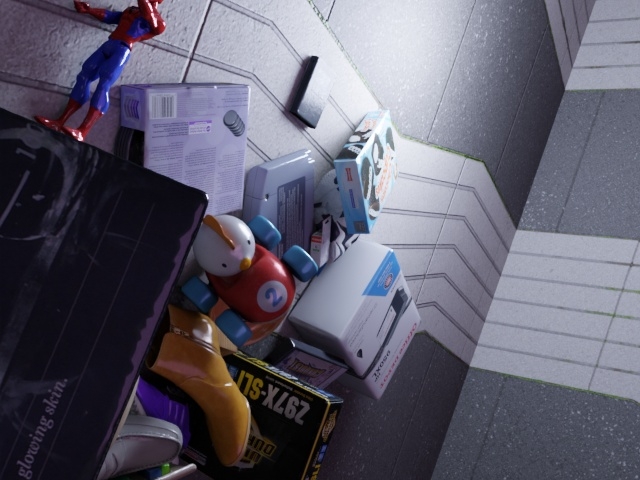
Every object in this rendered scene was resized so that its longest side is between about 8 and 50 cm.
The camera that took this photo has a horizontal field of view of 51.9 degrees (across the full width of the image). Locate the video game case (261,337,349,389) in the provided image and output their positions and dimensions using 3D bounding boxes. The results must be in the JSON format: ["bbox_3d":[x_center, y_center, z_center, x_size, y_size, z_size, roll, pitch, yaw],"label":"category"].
[{"bbox_3d":[-0.090,0.344,1.563,0.248,0.035,0.275,-40,147,10],"label":"video game case"}]

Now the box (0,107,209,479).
[{"bbox_3d":[-0.420,0.087,0.608,0.472,0.297,0.480,22,86,-16],"label":"box"}]

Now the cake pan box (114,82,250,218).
[{"bbox_3d":[-0.239,-0.154,1.171,0.267,0.070,0.245,-21,121,-51],"label":"cake pan box"}]

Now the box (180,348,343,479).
[{"bbox_3d":[-0.138,0.387,1.363,0.079,0.322,0.257,25,85,-59],"label":"box"}]

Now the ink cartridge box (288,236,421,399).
[{"bbox_3d":[0.112,0.216,1.796,0.285,0.166,0.395,-57,146,-21],"label":"ink cartridge box"}]

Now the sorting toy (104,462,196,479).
[{"bbox_3d":[-0.359,0.419,1.173,0.193,0.208,0.038,-4,87,-56],"label":"sorting toy"}]

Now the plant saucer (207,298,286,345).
[{"bbox_3d":[-0.155,0.139,1.424,0.200,0.037,0.200,-20,130,-26],"label":"plant saucer"}]

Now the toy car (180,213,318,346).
[{"bbox_3d":[-0.155,0.037,1.221,0.219,0.210,0.238,-44,152,-13],"label":"toy car"}]

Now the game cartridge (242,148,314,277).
[{"bbox_3d":[-0.091,-0.041,1.466,0.198,0.062,0.297,-24,126,-44],"label":"game cartridge"}]

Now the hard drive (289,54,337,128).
[{"bbox_3d":[-0.015,-0.327,1.460,0.094,0.022,0.135,28,82,-58],"label":"hard drive"}]

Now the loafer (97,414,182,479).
[{"bbox_3d":[-0.378,0.361,1.085,0.319,0.111,0.112,2,114,-31],"label":"loafer"}]

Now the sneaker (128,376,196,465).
[{"bbox_3d":[-0.318,0.311,1.275,0.146,0.102,0.293,-56,148,-36],"label":"sneaker"}]

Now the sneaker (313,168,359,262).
[{"bbox_3d":[0.054,-0.070,1.638,0.153,0.094,0.235,-27,121,-57],"label":"sneaker"}]

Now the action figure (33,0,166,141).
[{"bbox_3d":[-0.320,-0.290,0.952,0.280,0.091,0.139,-60,155,-17],"label":"action figure"}]

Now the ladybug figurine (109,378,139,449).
[{"bbox_3d":[-0.399,0.165,0.869,0.162,0.305,0.449,-126,-136,-83],"label":"ladybug figurine"}]

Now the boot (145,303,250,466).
[{"bbox_3d":[-0.243,0.273,1.252,0.211,0.104,0.295,29,42,-47],"label":"boot"}]

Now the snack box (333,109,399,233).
[{"bbox_3d":[0.119,-0.173,1.597,0.322,0.060,0.187,-59,143,-54],"label":"snack box"}]

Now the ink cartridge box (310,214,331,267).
[{"bbox_3d":[0.000,0.000,1.558,0.063,0.029,0.115,-39,136,-64],"label":"ink cartridge box"}]
